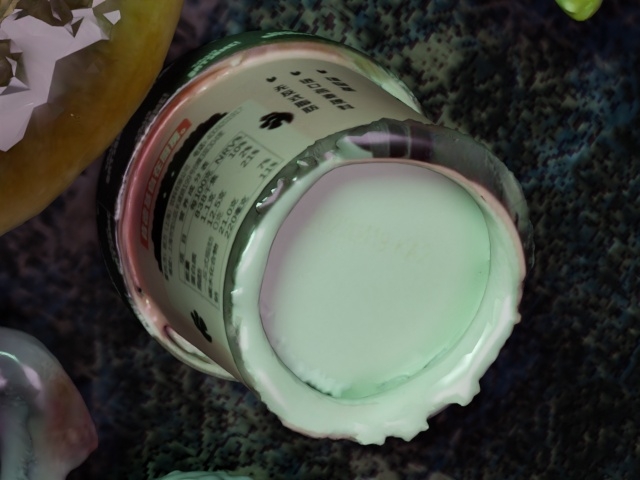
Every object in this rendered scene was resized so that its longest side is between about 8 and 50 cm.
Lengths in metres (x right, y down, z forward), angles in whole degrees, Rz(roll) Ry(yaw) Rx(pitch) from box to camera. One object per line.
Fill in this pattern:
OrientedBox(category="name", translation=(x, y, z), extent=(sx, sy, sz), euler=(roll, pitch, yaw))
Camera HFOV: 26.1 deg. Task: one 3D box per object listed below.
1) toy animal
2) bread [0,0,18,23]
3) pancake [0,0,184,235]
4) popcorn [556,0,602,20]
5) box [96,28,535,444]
OrientedBox(category="toy animal", translation=(-0.058, 0.144, 0.570), extent=(0.195, 0.090, 0.324), euler=(-23, 115, 8))
OrientedBox(category="bread", translation=(-0.262, -0.130, 0.286), extent=(0.236, 0.165, 0.375), euler=(-39, 116, 6))
OrientedBox(category="pancake", translation=(-0.214, -0.132, 0.433), extent=(0.387, 0.082, 0.387), euler=(-8, 113, -19))
OrientedBox(category="popcorn", translation=(0.126, -0.167, 0.536), extent=(0.212, 0.198, 0.198), euler=(-29, 118, 14))
OrientedBox(category="box", translation=(0.000, 0.000, 0.543), extent=(0.151, 0.135, 0.151), euler=(-7, 108, -21))
